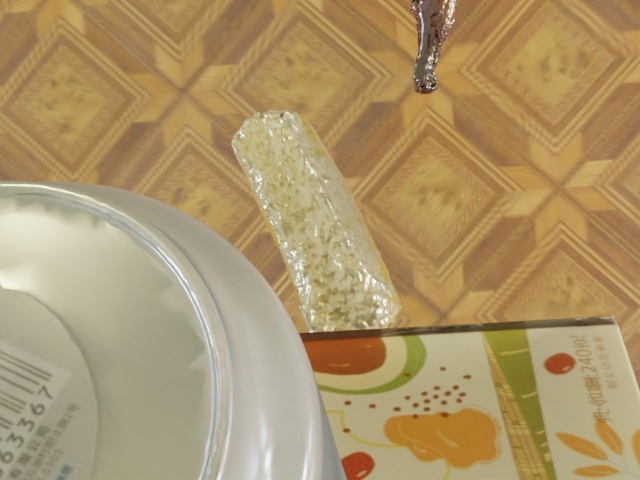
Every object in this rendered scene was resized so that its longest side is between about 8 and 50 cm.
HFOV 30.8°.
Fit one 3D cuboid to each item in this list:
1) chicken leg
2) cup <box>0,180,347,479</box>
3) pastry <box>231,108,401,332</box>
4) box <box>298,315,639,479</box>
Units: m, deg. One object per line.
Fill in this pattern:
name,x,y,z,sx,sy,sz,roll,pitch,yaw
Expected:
chicken leg,0.095,-0.244,1.133,0.093,0.053,0.205,-40,49,37
cup,-0.138,0.152,0.508,0.323,0.327,0.237,-14,58,2
pastry,-0.003,-0.002,1.053,0.089,0.121,0.258,-31,77,22
box,0.073,0.235,0.802,0.344,0.385,0.122,-3,133,-1
